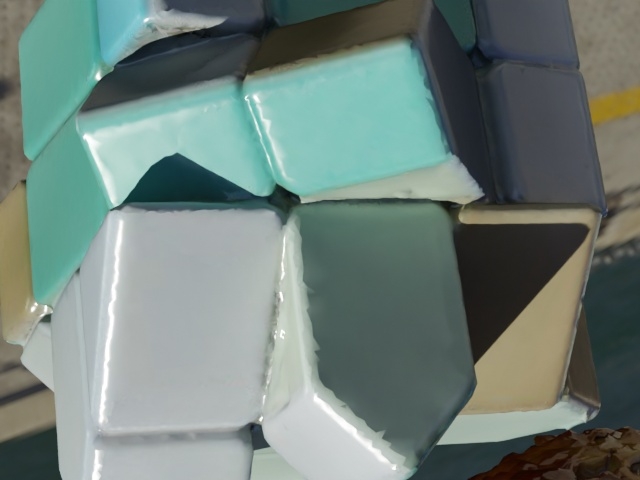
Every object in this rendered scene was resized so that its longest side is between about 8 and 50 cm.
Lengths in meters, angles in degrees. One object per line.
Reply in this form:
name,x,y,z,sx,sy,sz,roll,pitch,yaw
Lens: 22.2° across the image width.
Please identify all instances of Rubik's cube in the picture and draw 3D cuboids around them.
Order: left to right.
Rubik's cube,0.000,0.000,0.613,0.224,0.213,0.265,3,158,-26

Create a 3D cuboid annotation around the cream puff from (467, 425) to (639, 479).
cream puff,0.099,0.176,0.467,0.240,0.240,0.164,-4,145,-37
